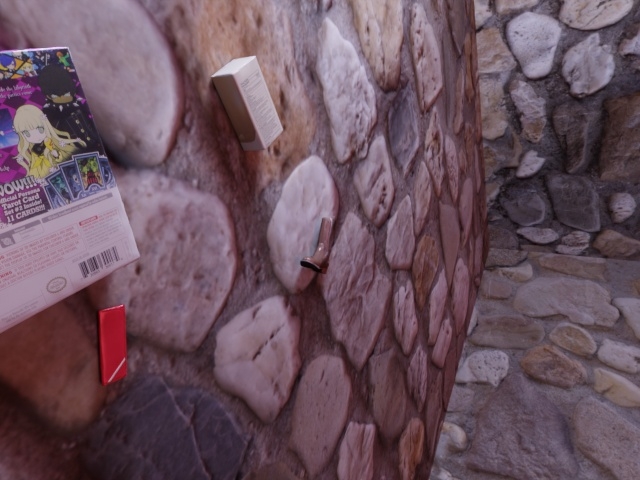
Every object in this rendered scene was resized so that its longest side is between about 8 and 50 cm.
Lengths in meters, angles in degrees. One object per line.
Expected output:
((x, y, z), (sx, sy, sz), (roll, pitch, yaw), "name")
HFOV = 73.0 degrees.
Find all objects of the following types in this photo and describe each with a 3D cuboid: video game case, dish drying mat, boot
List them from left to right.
((-0.274, -0.030, 0.337), (0.232, 0.042, 0.210), (-41, 129, -50), "video game case")
((-0.228, 0.115, 0.476), (0.032, 0.008, 0.083), (-10, 103, -58), "dish drying mat")
((0.000, 0.000, 0.819), (0.106, 0.037, 0.114), (38, 65, -70), "boot")

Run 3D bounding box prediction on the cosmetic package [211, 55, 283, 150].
((-0.100, -0.190, 0.610), (0.060, 0.041, 0.115), (-56, 140, -38), "cosmetic package")
